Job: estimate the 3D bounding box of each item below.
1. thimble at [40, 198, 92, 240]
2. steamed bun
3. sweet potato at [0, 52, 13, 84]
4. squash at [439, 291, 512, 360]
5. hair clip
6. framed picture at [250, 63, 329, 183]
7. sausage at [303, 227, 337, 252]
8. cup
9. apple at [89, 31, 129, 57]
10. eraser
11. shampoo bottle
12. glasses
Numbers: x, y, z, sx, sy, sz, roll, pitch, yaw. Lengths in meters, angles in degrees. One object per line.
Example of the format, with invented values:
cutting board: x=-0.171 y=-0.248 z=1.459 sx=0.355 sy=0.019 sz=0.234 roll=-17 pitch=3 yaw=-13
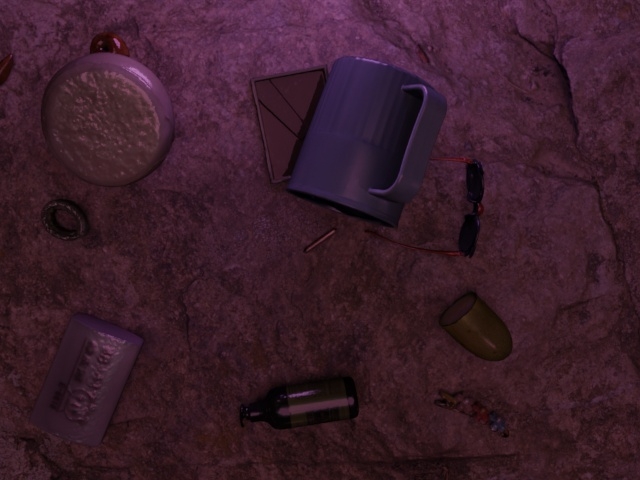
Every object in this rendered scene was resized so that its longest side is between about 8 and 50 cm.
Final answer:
thimble: x=-0.573 y=-0.045 z=1.678 sx=0.110 sy=0.062 sz=0.084 roll=33 pitch=92 yaw=-10
steamed bun: x=-0.449 y=-0.262 z=1.598 sx=0.283 sy=0.177 sz=0.283 roll=-1 pitch=109 yaw=-2
sweet potato: x=-0.701 y=-0.370 z=1.633 sx=0.034 sy=0.034 sz=0.095 roll=37 pitch=97 yaw=-10
squash: x=0.387 y=0.222 z=1.793 sx=0.187 sy=0.123 sz=0.123 roll=43 pitch=92 yaw=-13
hair clip: x=0.386 y=0.426 z=1.850 sx=0.214 sy=0.062 sz=0.056 roll=24 pitch=126 yaw=-4
framed picture: x=-0.051 y=-0.268 z=1.723 sx=0.184 sy=0.016 sz=0.250 roll=-12 pitch=99 yaw=-4
sausage: x=0.000 y=0.000 z=1.767 sx=0.100 sy=0.015 sz=0.015 roll=-36 pitch=100 yaw=0
cup: x=0.095 y=-0.213 z=1.581 sx=0.257 sy=0.331 sz=0.311 roll=19 pitch=88 yaw=-1
apple: x=-0.463 y=-0.415 z=1.633 sx=0.084 sy=0.071 sz=0.084 roll=0 pitch=90 yaw=-3
eraser: x=-0.540 y=0.323 z=1.721 sx=0.174 sy=0.095 sz=0.270 roll=24 pitch=94 yaw=-6
shampoo bottle: x=-0.054 y=0.395 z=1.776 sx=0.284 sy=0.101 sz=0.101 roll=-8 pitch=99 yaw=-4
glasses: x=0.246 y=-0.081 z=1.730 sx=0.268 sy=0.118 sz=0.234 roll=3 pitch=99 yaw=-6
